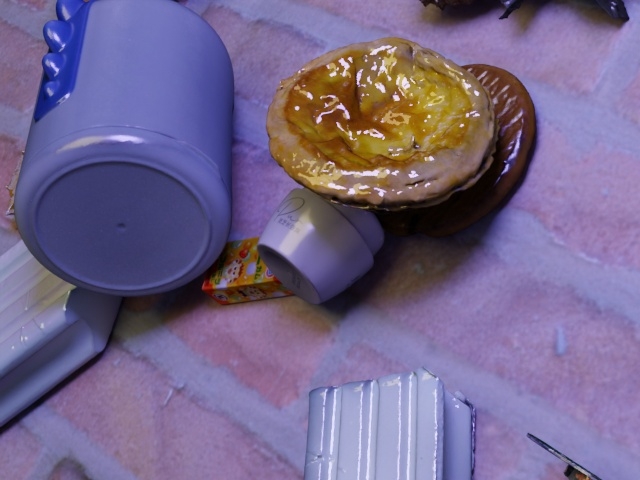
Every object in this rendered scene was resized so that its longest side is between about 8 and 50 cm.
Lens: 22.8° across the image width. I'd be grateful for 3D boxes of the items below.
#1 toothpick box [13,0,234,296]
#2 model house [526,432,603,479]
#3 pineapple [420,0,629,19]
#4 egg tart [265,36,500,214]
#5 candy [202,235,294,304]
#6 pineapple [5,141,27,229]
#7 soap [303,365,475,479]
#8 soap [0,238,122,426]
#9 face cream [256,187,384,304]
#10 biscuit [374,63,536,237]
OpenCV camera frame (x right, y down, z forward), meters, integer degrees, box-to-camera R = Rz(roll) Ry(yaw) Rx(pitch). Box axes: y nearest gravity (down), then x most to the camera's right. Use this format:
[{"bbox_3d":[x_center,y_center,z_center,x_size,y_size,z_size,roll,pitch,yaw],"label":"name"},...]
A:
[{"bbox_3d":[-0.223,-0.141,1.825,0.263,0.263,0.355,-28,37,23],"label":"toothpick box"},{"bbox_3d":[0.225,0.244,1.316,0.167,0.117,0.088,31,88,44],"label":"model house"},{"bbox_3d":[0.218,-0.301,1.700,0.277,0.119,0.130,13,27,43],"label":"pineapple"},{"bbox_3d":[0.064,-0.105,1.603,0.241,0.106,0.241,-3,48,3],"label":"egg tart"},{"bbox_3d":[-0.071,0.031,1.759,0.122,0.038,0.062,-9,56,36],"label":"candy"},{"bbox_3d":[-0.327,-0.101,2.057,0.221,0.047,0.221,-22,49,27],"label":"pineapple"},{"bbox_3d":[0.061,0.249,1.468,0.150,0.094,0.261,-13,53,27],"label":"soap"},{"bbox_3d":[-0.360,0.102,1.909,0.289,0.095,0.173,-37,44,14],"label":"soap"},{"bbox_3d":[0.000,0.000,1.659,0.104,0.117,0.117,-46,41,-18],"label":"face cream"},{"bbox_3d":[0.134,-0.095,1.676,0.212,0.036,0.212,-21,50,27],"label":"biscuit"}]
